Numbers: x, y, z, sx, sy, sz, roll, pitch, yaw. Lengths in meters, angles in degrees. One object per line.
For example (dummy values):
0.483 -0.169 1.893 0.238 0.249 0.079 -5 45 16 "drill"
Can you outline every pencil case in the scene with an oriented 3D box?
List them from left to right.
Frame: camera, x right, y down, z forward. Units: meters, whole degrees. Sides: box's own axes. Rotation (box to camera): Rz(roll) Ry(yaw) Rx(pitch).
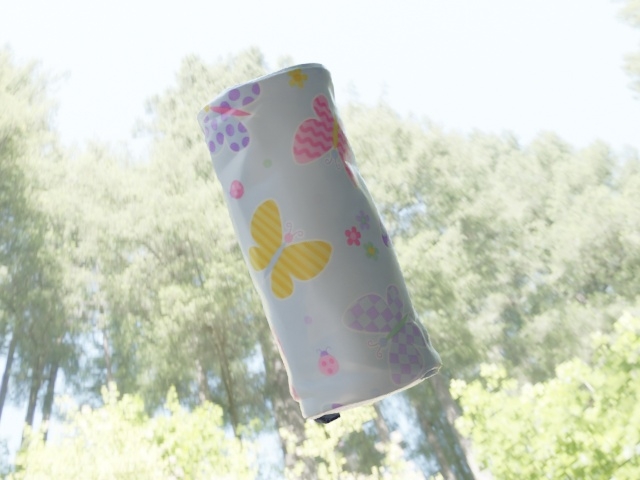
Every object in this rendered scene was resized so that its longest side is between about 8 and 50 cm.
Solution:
0.000 0.000 0.801 0.113 0.124 0.273 -23 -93 32 "pencil case"
